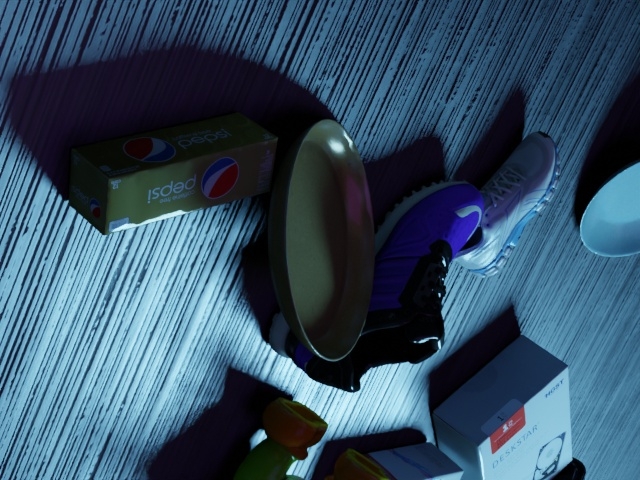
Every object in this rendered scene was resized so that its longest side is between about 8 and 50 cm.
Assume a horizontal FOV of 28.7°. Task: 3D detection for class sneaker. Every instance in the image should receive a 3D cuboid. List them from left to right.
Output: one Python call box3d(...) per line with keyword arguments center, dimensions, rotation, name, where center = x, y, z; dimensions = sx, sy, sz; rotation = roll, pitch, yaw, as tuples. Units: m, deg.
box3d(center=(0.097, 0.061, 1.367), dimensions=(0.293, 0.146, 0.102), rotation=(-41, 141, -15), name="sneaker")
box3d(center=(0.212, -0.045, 1.474), dimensions=(0.083, 0.071, 0.190), rotation=(17, 105, -45), name="sneaker")

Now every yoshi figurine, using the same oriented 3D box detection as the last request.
box3d(center=(-0.095, 0.360, 1.380), dimensions=(0.203, 0.203, 0.362), rotation=(36, 92, -37), name="yoshi figurine")

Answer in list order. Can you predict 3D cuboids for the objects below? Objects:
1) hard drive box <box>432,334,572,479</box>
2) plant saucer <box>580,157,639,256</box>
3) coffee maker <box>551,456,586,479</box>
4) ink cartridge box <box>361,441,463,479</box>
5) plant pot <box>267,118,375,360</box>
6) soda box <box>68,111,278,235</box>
box3d(center=(0.259, 0.275, 1.756), dimensions=(0.181, 0.089, 0.232), rotation=(-38, 140, -21), name="hard drive box")
box3d(center=(0.433, -0.057, 1.689), dimensions=(0.195, 0.037, 0.195), rotation=(-14, 139, -12), name="plant saucer")
box3d(center=(0.357, 0.410, 1.903), dimensions=(0.120, 0.171, 0.178), rotation=(-80, 169, -46), name="coffee maker")
box3d(center=(0.091, 0.343, 1.643), dimensions=(0.175, 0.072, 0.127), rotation=(0, 118, -46), name="ink cartridge box")
box3d(center=(0.000, 0.000, 1.226), dimensions=(0.236, 0.032, 0.236), rotation=(-2, 90, -68), name="plant pot")
box3d(center=(-0.128, -0.062, 1.103), dimensions=(0.181, 0.061, 0.058), rotation=(-17, 129, -38), name="soda box")
